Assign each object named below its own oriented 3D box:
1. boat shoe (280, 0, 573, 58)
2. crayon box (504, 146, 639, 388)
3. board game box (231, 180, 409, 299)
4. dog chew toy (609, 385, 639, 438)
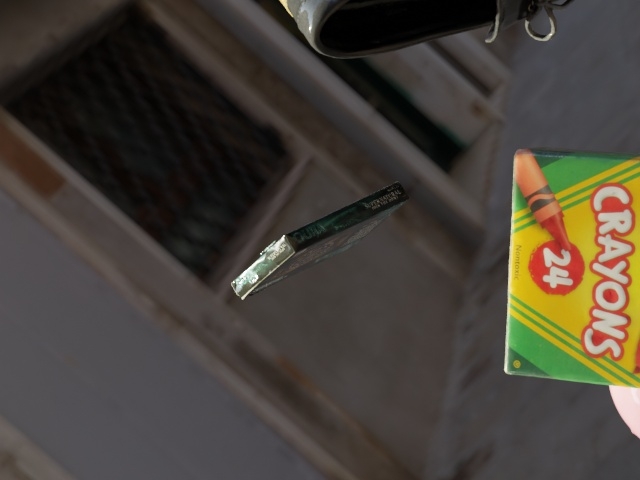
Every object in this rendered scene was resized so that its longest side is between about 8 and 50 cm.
[{"bbox_3d":[0.196,-0.295,1.782,0.187,0.500,0.156,85,173,-53],"label":"boat shoe"},{"bbox_3d":[0.321,0.028,1.440,0.081,0.318,0.202,-9,-78,-64],"label":"crayon box"},{"bbox_3d":[0.000,0.000,1.878,0.186,0.026,0.126,-25,-11,-41],"label":"board game box"},{"bbox_3d":[0.470,0.194,1.829,0.206,0.332,0.206,-35,-26,-19],"label":"dog chew toy"}]
